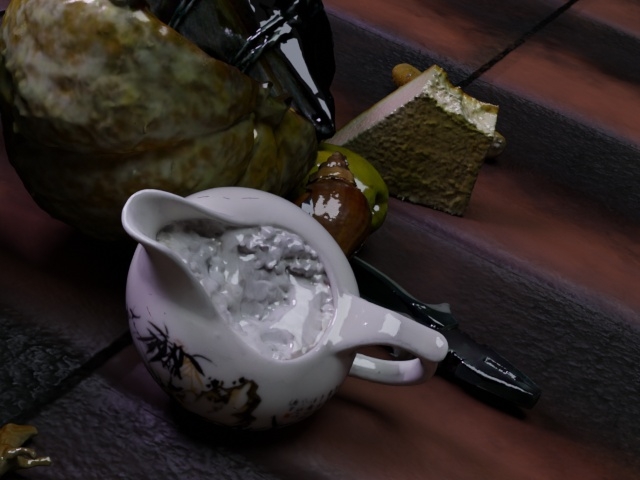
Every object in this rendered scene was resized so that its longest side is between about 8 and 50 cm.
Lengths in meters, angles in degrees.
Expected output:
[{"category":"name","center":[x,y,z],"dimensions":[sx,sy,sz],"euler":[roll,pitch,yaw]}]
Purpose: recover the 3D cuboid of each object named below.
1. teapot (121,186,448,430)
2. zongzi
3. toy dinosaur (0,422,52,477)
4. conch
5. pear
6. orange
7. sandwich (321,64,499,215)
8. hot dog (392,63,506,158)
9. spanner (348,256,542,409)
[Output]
[{"category":"teapot","center":[-0.040,0.056,1.074],"dimensions":[0.299,0.166,0.208],"euler":[18,49,-13]},{"category":"zongzi","center":[-0.098,-0.258,1.504],"dimensions":[0.383,0.319,0.362],"euler":[45,5,2]},{"category":"toy dinosaur","center":[-0.271,0.172,0.913],"dimensions":[0.162,0.039,0.126],"euler":[-1,25,-22]},{"category":"conch","center":[-0.002,-0.006,1.230],"dimensions":[0.086,0.080,0.233],"euler":[19,42,13]},{"category":"pear","center":[0.009,-0.051,1.366],"dimensions":[0.131,0.107,0.107],"euler":[20,28,24]},{"category":"orange","center":[-0.172,-0.099,1.203],"dimensions":[0.271,0.210,0.368],"euler":[26,0,28]},{"category":"sandwich","center":[0.102,-0.128,1.481],"dimensions":[0.193,0.162,0.058],"euler":[15,33,-3]},{"category":"hot dog","center":[0.163,-0.174,1.706],"dimensions":[0.215,0.047,0.066],"euler":[44,2,36]},{"category":"spanner","center":[0.073,0.074,1.251],"dimensions":[0.325,0.040,0.095],"euler":[30,32,23]}]
